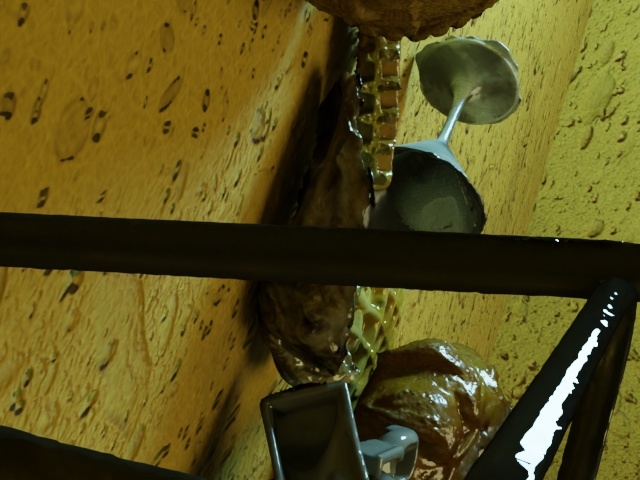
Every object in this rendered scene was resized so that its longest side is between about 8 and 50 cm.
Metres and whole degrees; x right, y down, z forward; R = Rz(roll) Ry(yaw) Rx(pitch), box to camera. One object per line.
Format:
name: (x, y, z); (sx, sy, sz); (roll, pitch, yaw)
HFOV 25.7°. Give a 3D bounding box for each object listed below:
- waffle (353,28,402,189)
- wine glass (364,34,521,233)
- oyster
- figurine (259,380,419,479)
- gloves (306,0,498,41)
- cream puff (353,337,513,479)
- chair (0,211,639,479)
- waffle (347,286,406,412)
waffle: (0.048, -0.150, 1.212); (0.192, 0.046, 0.160); (88, 6, -63)
wine glass: (0.124, -0.102, 1.428); (0.156, 0.156, 0.232); (93, 17, -44)
oyster: (-0.004, -0.001, 1.208); (0.166, 0.094, 0.294); (-86, 179, -82)
figurine: (-0.025, 0.286, 1.258); (0.342, 0.167, 0.285); (-29, 145, -14)
gloves: (0.067, -0.224, 0.944); (0.356, 0.203, 0.155); (78, 16, -74)
cream puff: (0.111, 0.215, 1.503); (0.269, 0.155, 0.241); (-27, 140, -66)
chair: (-0.058, 0.152, 0.472); (0.364, 0.410, 0.362); (-32, 136, -68)
waffle: (0.043, 0.124, 1.562); (0.261, 0.056, 0.250); (-43, 147, -59)
